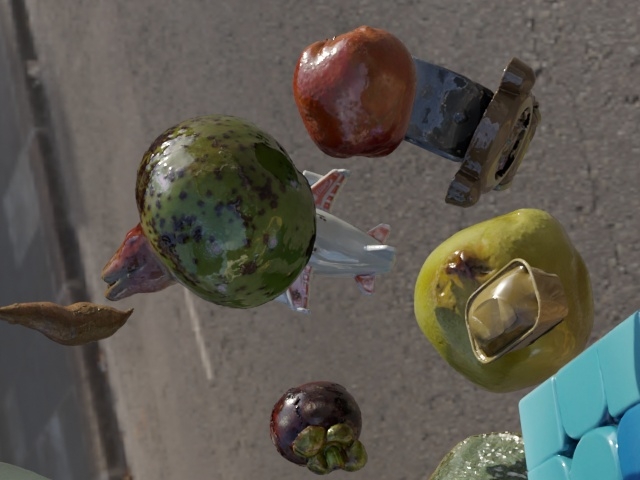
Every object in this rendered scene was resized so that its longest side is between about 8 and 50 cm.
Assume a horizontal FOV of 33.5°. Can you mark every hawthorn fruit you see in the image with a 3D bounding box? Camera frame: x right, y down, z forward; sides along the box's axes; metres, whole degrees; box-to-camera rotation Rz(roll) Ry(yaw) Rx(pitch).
[{"bbox_3d":[0.037,-0.151,1.116,0.133,0.132,0.138,0,106,62],"label":"hawthorn fruit"}]

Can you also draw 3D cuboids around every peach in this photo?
[{"bbox_3d":[0.309,0.106,1.813,0.281,0.315,0.314,-4,93,34],"label":"peach"}]

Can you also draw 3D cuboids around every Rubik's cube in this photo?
[{"bbox_3d":[0.425,0.269,1.171,0.292,0.291,0.291,124,149,-56],"label":"Rubik's cube"}]

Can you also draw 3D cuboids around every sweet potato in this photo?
[{"bbox_3d":[-0.377,0.121,1.538,0.068,0.226,0.068,-8,80,52],"label":"sweet potato"}]

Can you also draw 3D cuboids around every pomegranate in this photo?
[{"bbox_3d":[-0.127,-0.013,1.121,0.247,0.214,0.214,-34,54,9],"label":"pomegranate"}]

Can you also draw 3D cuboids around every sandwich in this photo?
[{"bbox_3d":[0.265,0.401,1.585,0.271,0.301,0.099,2,117,39],"label":"sandwich"}]

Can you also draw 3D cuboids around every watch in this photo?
[{"bbox_3d":[0.254,-0.255,2.191,0.326,0.335,0.314,26,97,19],"label":"watch"}]

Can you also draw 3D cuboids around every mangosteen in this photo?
[{"bbox_3d":[-0.001,0.335,1.869,0.180,0.166,0.166,-127,42,-50],"label":"mangosteen"}]

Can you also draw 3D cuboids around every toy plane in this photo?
[{"bbox_3d":[-0.001,0.001,1.701,0.118,0.252,0.252,101,156,-71],"label":"toy plane"}]

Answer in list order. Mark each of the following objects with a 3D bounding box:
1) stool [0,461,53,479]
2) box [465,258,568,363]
[{"bbox_3d":[-0.308,0.361,0.798,0.297,0.297,0.330,32,111,57],"label":"stool"},{"bbox_3d":[0.262,0.098,1.469,0.177,0.111,0.111,-50,51,52],"label":"box"}]
